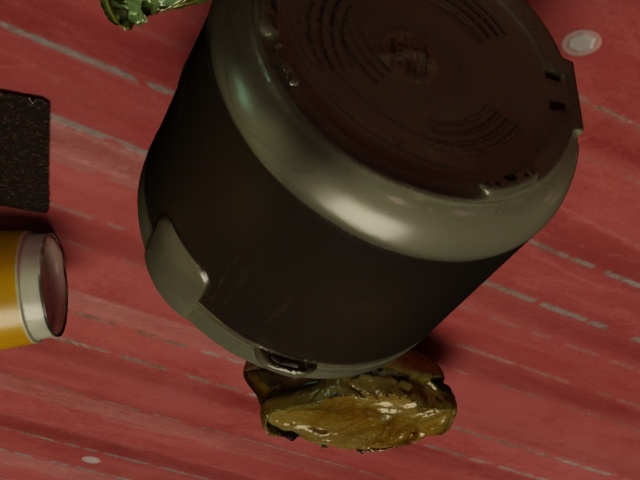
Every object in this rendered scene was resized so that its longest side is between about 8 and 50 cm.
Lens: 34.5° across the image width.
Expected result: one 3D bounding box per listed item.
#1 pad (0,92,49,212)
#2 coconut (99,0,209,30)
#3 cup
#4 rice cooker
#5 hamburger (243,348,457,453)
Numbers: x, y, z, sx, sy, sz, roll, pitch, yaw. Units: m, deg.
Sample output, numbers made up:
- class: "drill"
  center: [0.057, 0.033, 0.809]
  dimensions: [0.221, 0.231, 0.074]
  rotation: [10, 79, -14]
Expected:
- class: "pad"
  center: [-0.462, -0.117, 1.129]
  dimensions: [0.330, 0.004, 0.220]
  rotation: [10, 147, -10]
- class: "coconut"
  center: [-0.148, -0.238, 0.864]
  dimensions: [0.158, 0.055, 0.133]
  rotation: [15, 147, -14]
- class: "cup"
  center: [-0.461, 0.066, 1.259]
  dimensions: [0.279, 0.196, 0.196]
  rotation: [-5, 147, 0]
- class: "rice cooker"
  center: [0.019, -0.068, 0.885]
  dimensions: [0.335, 0.335, 0.325]
  rotation: [15, 145, -16]
- class: "hamburger"
  center: [0.039, 0.204, 1.456]
  dimensions: [0.285, 0.134, 0.265]
  rotation: [21, 141, -35]
